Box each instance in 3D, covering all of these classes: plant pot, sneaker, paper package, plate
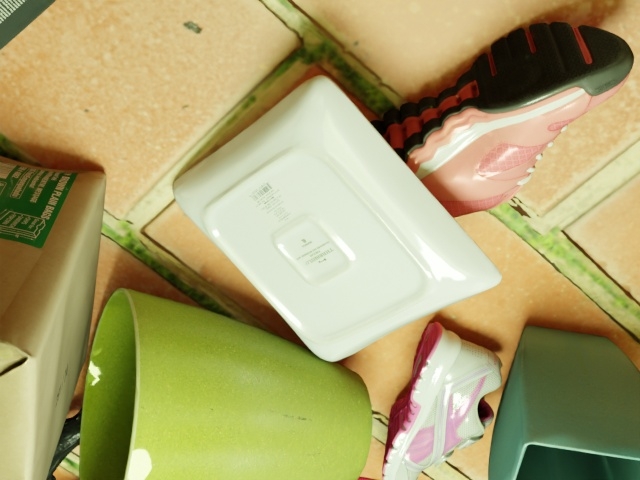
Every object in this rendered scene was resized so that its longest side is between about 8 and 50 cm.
[{"bbox_3d":[-0.100,0.207,1.289,0.293,0.275,0.275,8,126,-21],"label":"plant pot"},{"bbox_3d":[0.144,0.220,1.355,0.111,0.103,0.252,17,124,-2],"label":"sneaker"},{"bbox_3d":[0.279,0.212,1.265,0.165,0.234,0.165,9,125,-2],"label":"plant pot"},{"bbox_3d":[-0.344,0.113,1.178,0.168,0.325,0.310,12,125,-5],"label":"paper package"},{"bbox_3d":[0.180,-0.107,1.146,0.313,0.116,0.136,-26,129,27],"label":"sneaker"},{"bbox_3d":[0.000,0.000,1.169,0.278,0.045,0.277,48,136,-12],"label":"plate"}]

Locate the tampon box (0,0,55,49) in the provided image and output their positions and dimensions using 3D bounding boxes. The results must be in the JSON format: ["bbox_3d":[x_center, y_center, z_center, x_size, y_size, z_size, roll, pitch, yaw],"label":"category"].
[{"bbox_3d":[-0.262,-0.274,1.031,0.161,0.120,0.101,-33,116,23],"label":"tampon box"}]

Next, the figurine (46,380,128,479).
[{"bbox_3d":[-0.286,0.296,1.430,0.209,0.092,0.215,-31,121,-3],"label":"figurine"}]

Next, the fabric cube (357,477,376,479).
[{"bbox_3d":[-0.054,0.469,1.447,0.259,0.258,0.254,8,123,-2],"label":"fabric cube"}]
